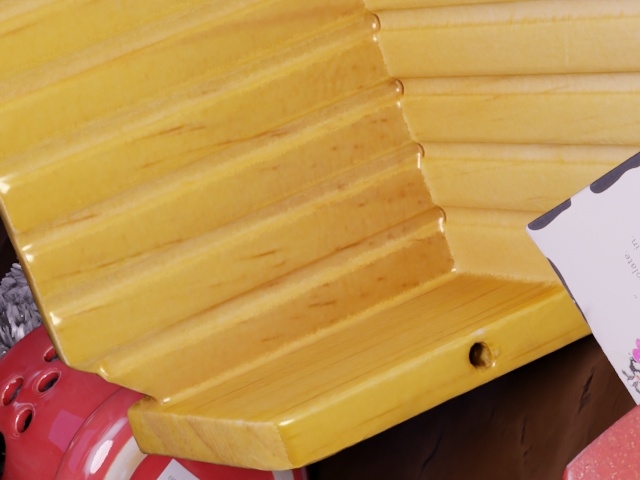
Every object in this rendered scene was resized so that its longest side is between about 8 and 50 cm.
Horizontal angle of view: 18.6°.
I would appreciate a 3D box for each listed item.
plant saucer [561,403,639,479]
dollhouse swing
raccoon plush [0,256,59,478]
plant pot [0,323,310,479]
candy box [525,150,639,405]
[{"bbox_3d":[0.097,0.221,0.699,0.259,0.048,0.258,95,180,-46],"label":"plant saucer"},{"bbox_3d":[0.022,-0.070,0.885,0.315,0.346,0.305,-24,18,-15],"label":"dollhouse swing"},{"bbox_3d":[-0.298,0.091,1.467,0.216,0.447,0.299,94,-178,-47],"label":"raccoon plush"},{"bbox_3d":[-0.109,0.146,1.232,0.174,0.191,0.191,14,77,60],"label":"plant pot"},{"bbox_3d":[0.197,0.014,0.732,0.070,0.165,0.196,-28,-5,-42],"label":"candy box"}]
